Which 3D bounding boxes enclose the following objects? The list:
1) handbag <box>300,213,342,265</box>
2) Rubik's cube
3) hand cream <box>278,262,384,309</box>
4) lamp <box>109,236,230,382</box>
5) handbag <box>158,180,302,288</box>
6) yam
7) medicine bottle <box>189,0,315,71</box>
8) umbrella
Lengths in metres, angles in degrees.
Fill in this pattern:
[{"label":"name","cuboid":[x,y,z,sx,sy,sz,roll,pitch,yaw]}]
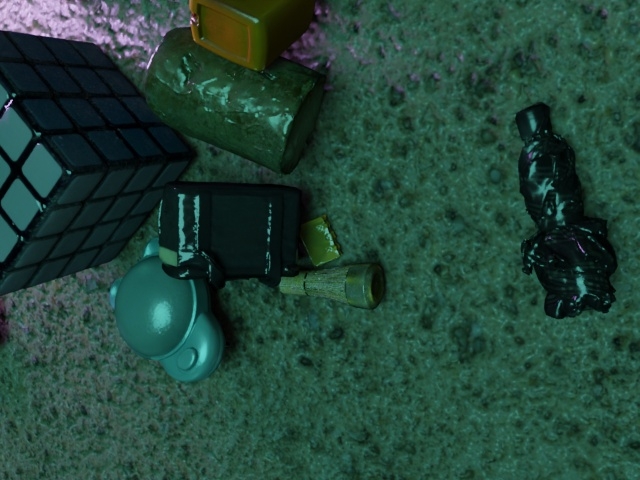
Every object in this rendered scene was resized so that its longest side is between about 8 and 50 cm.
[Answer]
[{"label":"handbag","cuboid":[0.000,0.000,1.358,0.061,0.027,0.083,-24,92,25]},{"label":"Rubik's cube","cuboid":[-0.514,-0.149,1.369,0.337,0.344,0.344,48,116,8]},{"label":"hand cream","cuboid":[0.012,0.081,1.343,0.203,0.084,0.084,0,100,27]},{"label":"lamp","cuboid":[-0.296,0.149,1.443,0.284,0.147,0.209,46,111,7]},{"label":"handbag","cuboid":[-0.160,-0.012,1.307,0.254,0.181,0.181,0,97,-22]},{"label":"yam","cuboid":[-0.145,-0.249,1.283,0.300,0.195,0.195,26,109,15]},{"label":"medicine bottle","cuboid":[-0.093,-0.391,1.203,0.149,0.222,0.112,29,144,16]},{"label":"umbrella","cuboid":[0.366,-0.045,1.133,0.128,0.154,0.337,-14,97,-16]}]
